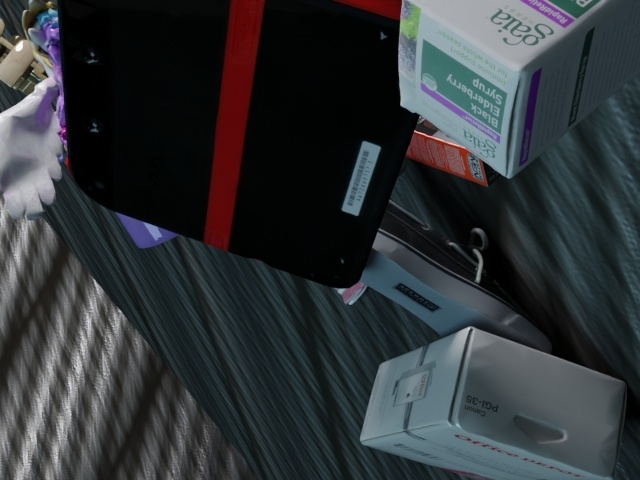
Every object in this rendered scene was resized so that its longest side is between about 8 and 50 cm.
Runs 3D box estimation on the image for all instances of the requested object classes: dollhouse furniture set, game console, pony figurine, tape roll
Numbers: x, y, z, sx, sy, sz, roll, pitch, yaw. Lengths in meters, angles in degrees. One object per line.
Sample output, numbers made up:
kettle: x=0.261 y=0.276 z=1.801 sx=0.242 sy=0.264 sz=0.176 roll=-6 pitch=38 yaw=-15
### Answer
dollhouse furniture set: x=-0.618 y=-0.415 z=1.834 sx=0.242 sy=0.161 sz=0.212 roll=37 pitch=179 yaw=-5
game console: x=-0.087 y=-0.120 z=0.899 sx=0.342 sy=0.060 sz=0.386 roll=18 pitch=143 yaw=2
pony figurine: x=-0.414 y=-0.232 z=1.575 sx=0.363 sy=0.303 sz=0.350 roll=-168 pitch=61 yaw=-80
tape roll: x=-0.246 y=-0.072 z=1.568 sx=0.189 sy=0.189 sz=0.080 roll=6 pitch=129 yaw=60

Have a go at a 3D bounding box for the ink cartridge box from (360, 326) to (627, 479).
ink cartridge box: x=0.198 y=0.209 z=1.125 sx=0.207 sy=0.117 sz=0.283 roll=20 pitch=159 yaw=-11

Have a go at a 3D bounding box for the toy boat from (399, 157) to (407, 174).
toy boat: x=-0.052 y=-0.155 z=1.080 sx=0.318 sy=0.267 sz=0.148 roll=26 pitch=173 yaw=-18

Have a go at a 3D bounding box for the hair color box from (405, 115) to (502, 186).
hair color box: x=0.135 y=-0.107 z=0.944 sx=0.141 sy=0.072 sz=0.043 roll=26 pitch=146 yaw=45

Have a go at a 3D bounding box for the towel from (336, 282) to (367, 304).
towel: x=0.000 y=0.000 z=1.405 sx=0.197 sy=0.029 sz=0.144 roll=46 pitch=156 yaw=9

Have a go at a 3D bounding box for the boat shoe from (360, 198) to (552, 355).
boat shoe: x=0.149 y=0.042 z=1.090 sx=0.306 sy=0.104 sz=0.113 roll=30 pitch=152 yaw=-9

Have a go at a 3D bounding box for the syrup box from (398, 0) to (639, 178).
syrup box: x=0.165 y=-0.154 z=0.600 sx=0.093 sy=0.237 sz=0.096 roll=40 pitch=155 yaw=29
